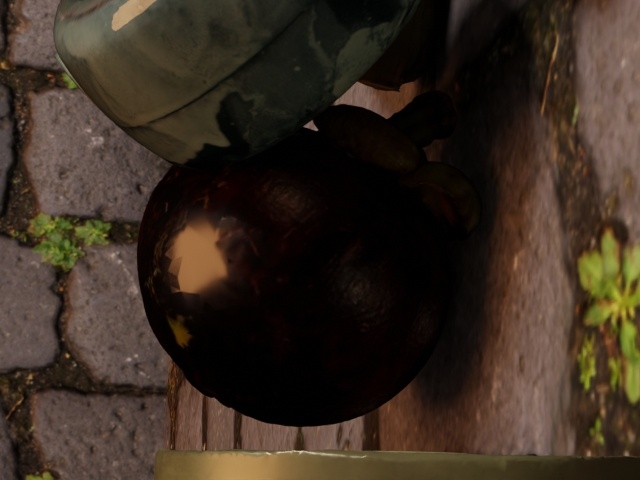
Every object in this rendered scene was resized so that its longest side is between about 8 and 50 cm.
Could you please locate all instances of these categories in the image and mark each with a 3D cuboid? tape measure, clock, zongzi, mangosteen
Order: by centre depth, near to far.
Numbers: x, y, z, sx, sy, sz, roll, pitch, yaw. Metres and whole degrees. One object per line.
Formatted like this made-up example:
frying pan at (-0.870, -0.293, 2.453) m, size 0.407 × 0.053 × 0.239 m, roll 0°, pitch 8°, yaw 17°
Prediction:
clock at (0.038, 0.111, 0.614) m, size 0.235 × 0.235 × 0.029 m, roll 143°, pitch 129°, yaw -72°
tape measure at (-0.054, -0.173, 0.821) m, size 0.275 × 0.147 × 0.256 m, roll -2°, pitch 51°, yaw 57°
mangosteen at (0.000, 0.000, 0.901) m, size 0.265 × 0.228 × 0.228 m, roll -51°, pitch 21°, yaw 7°
zongzi at (0.040, -0.223, 1.023) m, size 0.197 × 0.099 × 0.194 m, roll -110°, pitch 27°, yaw -75°
